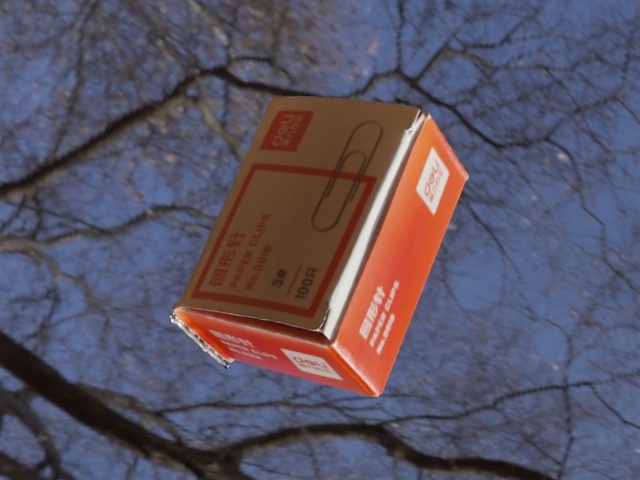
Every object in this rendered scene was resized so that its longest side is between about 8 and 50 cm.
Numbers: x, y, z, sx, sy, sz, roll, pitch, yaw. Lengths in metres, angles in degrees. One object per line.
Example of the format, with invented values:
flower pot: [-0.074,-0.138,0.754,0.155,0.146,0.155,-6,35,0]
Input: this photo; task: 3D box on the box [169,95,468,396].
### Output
box: [0.000,0.000,0.989,0.133,0.099,0.182,11,-114,34]
